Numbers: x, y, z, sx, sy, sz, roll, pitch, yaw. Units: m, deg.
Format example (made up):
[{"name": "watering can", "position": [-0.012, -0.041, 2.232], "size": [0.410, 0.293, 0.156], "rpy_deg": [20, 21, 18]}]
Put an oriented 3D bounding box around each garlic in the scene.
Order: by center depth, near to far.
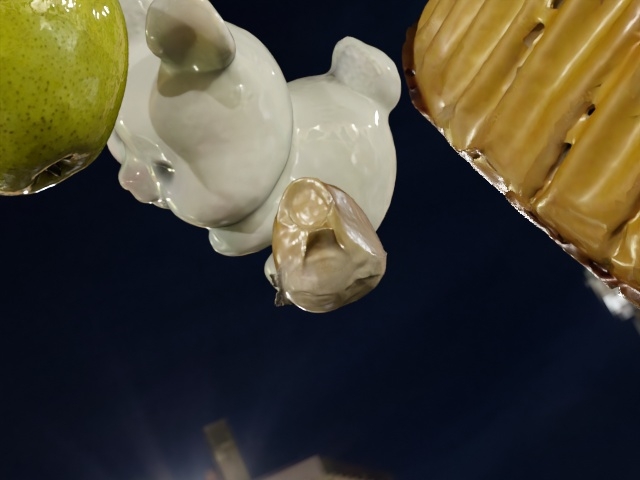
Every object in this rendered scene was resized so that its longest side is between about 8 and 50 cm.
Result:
[{"name": "garlic", "position": [0.008, 0.001, 0.910], "size": [0.066, 0.084, 0.152], "rpy_deg": [-2, 0, 7]}]

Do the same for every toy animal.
[{"name": "toy animal", "position": [-0.075, -0.124, 1.293], "size": [0.241, 0.196, 0.367], "rpy_deg": [-56, -42, -1]}]

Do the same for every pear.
[{"name": "pear", "position": [-0.224, -0.131, 1.009], "size": [0.198, 0.198, 0.198], "rpy_deg": [-23, -21, -9]}]

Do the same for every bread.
[{"name": "bread", "position": [0.132, -0.053, 0.433], "size": [0.199, 0.199, 0.104], "rpy_deg": [-6, -44, -42]}]
